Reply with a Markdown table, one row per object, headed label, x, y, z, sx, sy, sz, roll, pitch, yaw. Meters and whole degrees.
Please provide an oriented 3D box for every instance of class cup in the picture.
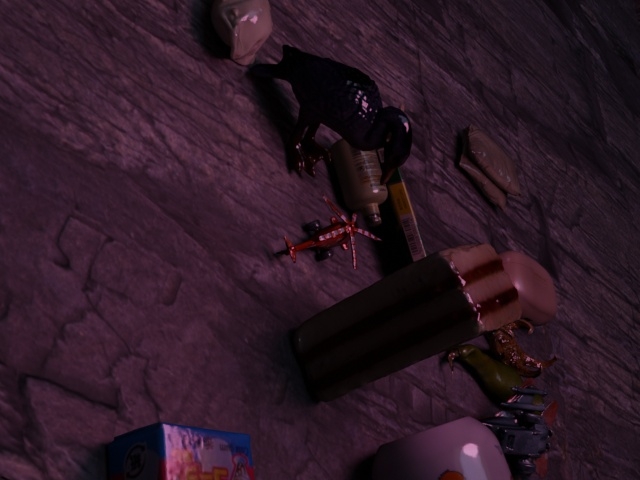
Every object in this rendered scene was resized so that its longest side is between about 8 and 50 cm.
| label | x | y | z | sx | sy | sz | roll | pitch | yaw |
| --- | --- | --- | --- | --- | --- | --- | --- | --- | --- |
| cup | 0.207 | 0.434 | 1.561 | 0.212 | 0.212 | 0.317 | 0 | 68 | -55 |

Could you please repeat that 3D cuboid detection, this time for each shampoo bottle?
| label | x | y | z | sx | sy | sz | roll | pitch | yaw |
| --- | --- | --- | --- | --- | --- | --- | --- | --- | --- |
| shampoo bottle | 0.073 | -0.101 | 1.840 | 0.079 | 0.079 | 0.162 | 3 | 67 | -54 |

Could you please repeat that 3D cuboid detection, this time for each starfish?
| label | x | y | z | sx | sy | sz | roll | pitch | yaw |
| --- | --- | --- | --- | --- | --- | --- | --- | --- | --- |
| starfish | 0.386 | 0.215 | 2.068 | 0.190 | 0.074 | 0.146 | 7 | 47 | -56 |

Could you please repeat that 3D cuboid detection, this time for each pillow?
| label | x | y | z | sx | sy | sz | roll | pitch | yaw |
| --- | --- | --- | --- | --- | --- | --- | --- | --- | --- |
| pillow | 0.370 | -0.167 | 2.315 | 0.181 | 0.078 | 0.134 | 41 | 37 | -29 |

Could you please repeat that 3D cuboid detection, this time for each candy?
| label | x | y | z | sx | sy | sz | roll | pitch | yaw |
| --- | --- | --- | --- | --- | --- | --- | --- | --- | --- |
| candy | -0.146 | 0.372 | 1.198 | 0.157 | 0.100 | 0.305 | 21 | 54 | -48 |
| candy | 0.126 | 0.120 | 1.554 | 0.179 | 0.321 | 0.135 | -10 | 75 | -54 |

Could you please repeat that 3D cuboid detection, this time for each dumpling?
| label | x | y | z | sx | sy | sz | roll | pitch | yaw |
| --- | --- | --- | --- | --- | --- | --- | --- | --- | --- |
| dumpling | -0.127 | -0.351 | 1.724 | 0.134 | 0.100 | 0.169 | 85 | -12 | -50 |

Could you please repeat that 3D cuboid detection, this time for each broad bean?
| label | x | y | z | sx | sy | sz | roll | pitch | yaw |
| --- | --- | --- | --- | --- | --- | --- | --- | --- | --- |
| broad bean | 0.332 | 0.271 | 1.994 | 0.318 | 0.056 | 0.098 | 27 | 52 | -38 |

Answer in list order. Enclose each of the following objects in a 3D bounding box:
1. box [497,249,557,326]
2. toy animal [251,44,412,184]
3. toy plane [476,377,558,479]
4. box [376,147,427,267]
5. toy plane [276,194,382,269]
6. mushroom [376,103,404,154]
| label | x | y | z | sx | sy | sz | roll | pitch | yaw |
| --- | --- | --- | --- | --- | --- | --- | --- | --- | --- |
| box | 0.425 | 0.101 | 2.202 | 0.200 | 0.088 | 0.146 | 29 | 46 | -44 |
| toy animal | 0.016 | -0.213 | 1.740 | 0.298 | 0.185 | 0.122 | 50 | 35 | 11 |
| toy plane | 0.321 | 0.353 | 1.874 | 0.326 | 0.104 | 0.223 | 11 | 89 | -48 |
| box | 0.147 | -0.042 | 1.891 | 0.132 | 0.034 | 0.235 | 80 | -7 | -79 |
| toy plane | 0.004 | 0.007 | 1.682 | 0.126 | 0.077 | 0.194 | 53 | 42 | -12 |
| mushroom | 0.142 | -0.208 | 2.039 | 0.061 | 0.060 | 0.187 | 33 | 34 | -19 |
